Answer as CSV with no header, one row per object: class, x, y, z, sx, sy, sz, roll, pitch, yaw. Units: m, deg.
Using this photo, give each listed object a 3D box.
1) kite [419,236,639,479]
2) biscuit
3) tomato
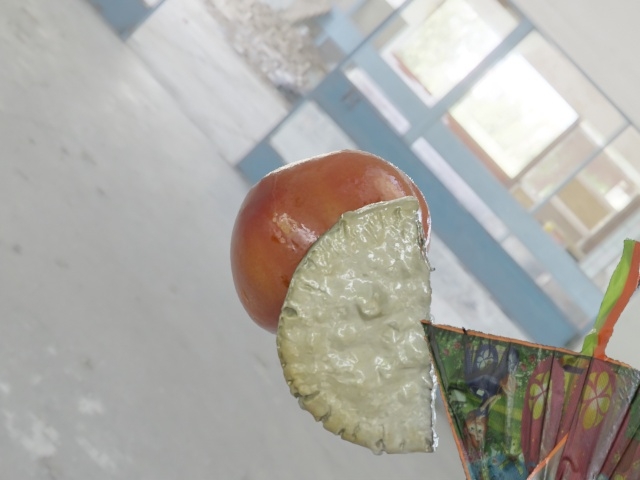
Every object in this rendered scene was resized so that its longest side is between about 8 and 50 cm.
kite,0.107,0.083,0.565,0.014,0.183,0.241,22,-2,-33
biscuit,0.044,0.105,1.264,0.084,0.179,0.281,-125,-156,-70
tomato,0.004,-0.002,1.443,0.180,0.259,0.260,66,14,15
